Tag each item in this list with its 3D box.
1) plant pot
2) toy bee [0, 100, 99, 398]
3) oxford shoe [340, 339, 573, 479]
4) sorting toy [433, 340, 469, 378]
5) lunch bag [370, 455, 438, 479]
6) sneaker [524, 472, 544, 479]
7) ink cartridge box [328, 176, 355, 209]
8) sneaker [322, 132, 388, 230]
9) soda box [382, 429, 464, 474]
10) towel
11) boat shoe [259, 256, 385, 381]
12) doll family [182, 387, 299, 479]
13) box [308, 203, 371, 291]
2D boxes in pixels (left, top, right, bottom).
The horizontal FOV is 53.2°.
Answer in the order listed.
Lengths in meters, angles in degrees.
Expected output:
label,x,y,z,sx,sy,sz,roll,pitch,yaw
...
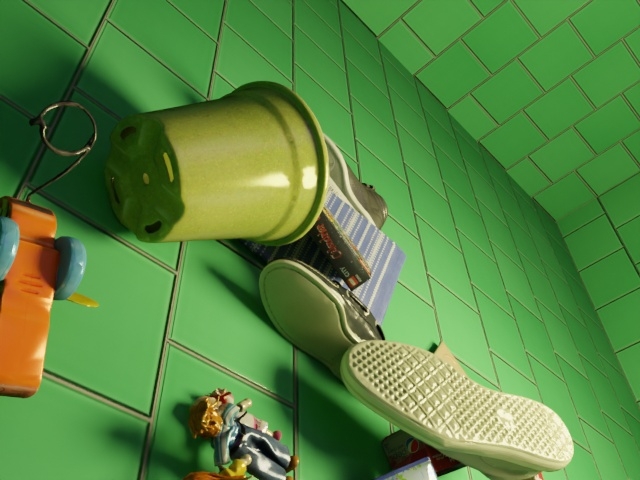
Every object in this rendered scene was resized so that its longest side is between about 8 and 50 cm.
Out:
label,x,y,z,sx,sy,sz,roll,pitch,yaw
plant pot,-0.171,-0.103,0.973,0.254,0.276,0.276,-16,72,-49
toy bee,-0.327,0.021,0.705,0.195,0.162,0.298,46,52,-33
oxford shoe,0.219,0.301,1.071,0.449,0.130,0.169,25,42,-18
sorting toy,0.298,0.339,1.419,0.193,0.038,0.208,55,23,2
lunch bag,0.116,0.421,0.975,0.151,0.096,0.129,-12,66,-29
sneaker,0.481,0.525,1.479,0.118,0.042,0.067,46,31,-31
ink cartridge box,0.000,0.000,1.306,0.275,0.060,0.239,52,46,-5
sneaker,0.057,-0.128,1.499,0.296,0.104,0.147,60,26,-2
soda box,0.226,0.386,1.193,0.263,0.083,0.092,12,48,-51
towel,0.017,0.018,1.251,0.336,0.040,0.243,39,49,-15
boat shoe,0.021,0.132,1.115,0.340,0.127,0.113,43,28,-23
doll family,-0.101,0.274,0.770,0.163,0.118,0.263,39,31,-26
box,0.007,-0.024,1.147,0.233,0.044,0.159,54,5,-1
